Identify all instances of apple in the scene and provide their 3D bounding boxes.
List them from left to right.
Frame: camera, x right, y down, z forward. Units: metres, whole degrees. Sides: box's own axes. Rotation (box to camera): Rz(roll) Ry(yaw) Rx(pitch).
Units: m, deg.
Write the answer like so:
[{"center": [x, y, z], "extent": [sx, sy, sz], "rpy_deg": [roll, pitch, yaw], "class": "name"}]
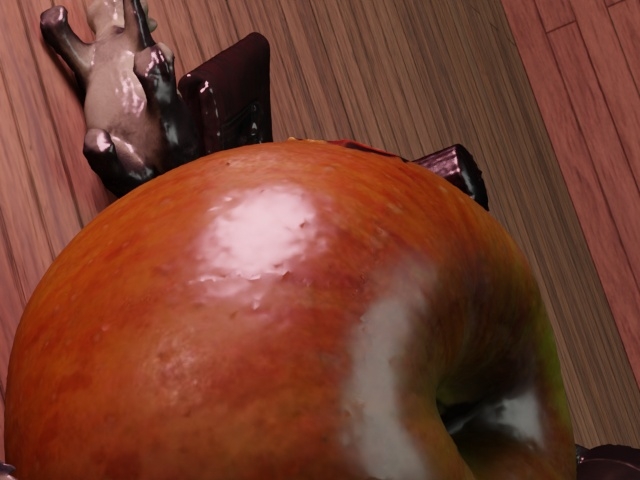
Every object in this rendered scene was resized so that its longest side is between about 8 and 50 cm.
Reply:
[{"center": [-0.023, 0.129, 1.187], "extent": [0.400, 0.333, 0.400], "rpy_deg": [23, 62, -51], "class": "apple"}]

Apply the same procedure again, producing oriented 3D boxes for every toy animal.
[{"center": [-0.155, -0.129, 1.463], "extent": [0.121, 0.093, 0.225], "rpy_deg": [63, 3, -55], "class": "toy animal"}]

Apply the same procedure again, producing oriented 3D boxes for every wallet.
[{"center": [-0.079, -0.082, 1.623], "extent": [0.229, 0.049, 0.182], "rpy_deg": [-58, 149, -70], "class": "wallet"}]

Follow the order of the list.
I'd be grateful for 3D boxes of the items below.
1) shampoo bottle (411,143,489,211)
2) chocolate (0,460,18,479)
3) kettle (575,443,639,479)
[{"center": [0.000, 0.000, 1.450], "extent": [0.104, 0.278, 0.104], "rpy_deg": [55, 21, -35], "class": "shampoo bottle"}, {"center": [-0.173, 0.224, 0.874], "extent": [0.147, 0.221, 0.221], "rpy_deg": [76, -1, -67], "class": "chocolate"}, {"center": [0.276, 0.351, 1.966], "extent": [0.271, 0.207, 0.251], "rpy_deg": [-33, 116, -41], "class": "kettle"}]
